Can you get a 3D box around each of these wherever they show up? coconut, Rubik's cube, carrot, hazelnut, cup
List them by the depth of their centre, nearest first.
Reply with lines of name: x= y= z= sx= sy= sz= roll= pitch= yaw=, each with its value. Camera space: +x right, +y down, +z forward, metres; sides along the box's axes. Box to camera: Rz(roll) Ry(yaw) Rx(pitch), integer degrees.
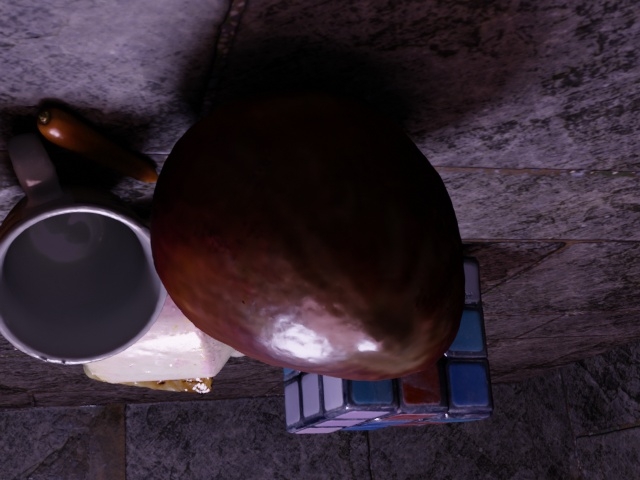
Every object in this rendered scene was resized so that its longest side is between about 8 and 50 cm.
hazelnut: x=0.000 y=0.000 z=0.995 sx=0.352 sy=0.421 sz=0.421 roll=-52 pitch=155 yaw=-2
carrot: x=-0.292 y=-0.121 z=1.080 sx=0.043 sy=0.043 sz=0.248 roll=-13 pitch=162 yaw=20
cup: x=-0.363 y=-0.015 z=1.106 sx=0.228 sy=0.301 sz=0.257 roll=-23 pitch=-152 yaw=-16
coconut: x=-0.254 y=0.097 z=1.382 sx=0.310 sy=0.297 sz=0.297 roll=-3 pitch=161 yaw=-3
Rubik's cube: x=0.125 y=0.227 z=1.730 sx=0.359 sy=0.363 sz=0.362 roll=7 pitch=161 yaw=-23

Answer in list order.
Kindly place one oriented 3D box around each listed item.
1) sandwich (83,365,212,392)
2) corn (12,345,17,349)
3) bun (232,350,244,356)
sandwich: x=-0.321 y=0.188 z=1.631 sx=0.271 sy=0.099 sz=0.301 roll=8 pitch=-157 yaw=3
corn: x=-0.544 y=0.188 z=1.823 sx=0.305 sy=0.106 sz=0.106 roll=-5 pitch=162 yaw=-14
bun: x=-0.192 y=0.185 z=1.881 sx=0.173 sy=0.166 sz=0.113 roll=-8 pitch=-155 yaw=29
